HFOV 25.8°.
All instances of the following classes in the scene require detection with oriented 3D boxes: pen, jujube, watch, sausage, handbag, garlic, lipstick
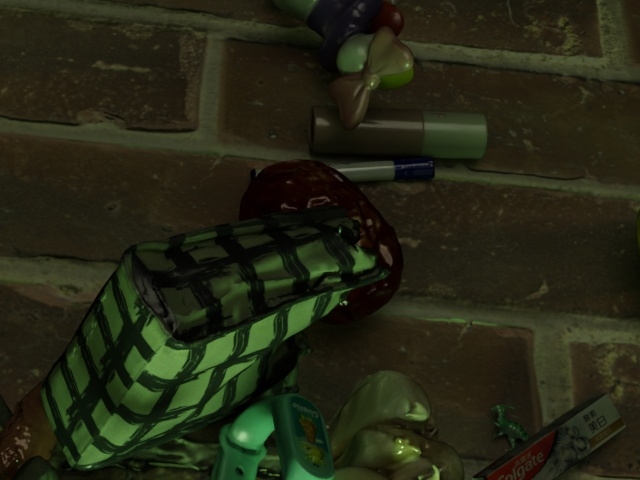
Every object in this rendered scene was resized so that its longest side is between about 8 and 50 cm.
[{"bbox_3d":[0.033,-0.097,2.007,0.269,0.033,0.033,-4,54,-12],"label":"pen"},{"bbox_3d":[0.000,0.000,1.849,0.174,0.174,0.250,-28,51,-27],"label":"jujube"},{"bbox_3d":[-0.061,0.280,1.604,0.068,0.195,0.237,23,29,-26],"label":"watch"},{"bbox_3d":[-0.307,0.178,1.706,0.078,0.078,0.304,25,47,9],"label":"sausage"},{"bbox_3d":[-0.122,0.105,1.598,0.327,0.325,0.162,-13,65,-36],"label":"handbag"},{"bbox_3d":[0.089,0.295,1.617,0.185,0.203,0.281,38,46,-11],"label":"garlic"},{"bbox_3d":[0.112,-0.158,2.042,0.254,0.070,0.070,2,53,-8],"label":"lipstick"}]

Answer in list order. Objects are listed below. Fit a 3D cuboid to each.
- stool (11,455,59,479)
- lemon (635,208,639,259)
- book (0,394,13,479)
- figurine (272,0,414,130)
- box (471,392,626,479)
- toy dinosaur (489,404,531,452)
[{"bbox_3d":[-0.267,0.423,1.389,0.226,0.310,0.310,23,54,3],"label":"stool"},{"bbox_3d":[0.558,0.016,1.888,0.263,0.236,0.236,18,47,38],"label":"lemon"},{"bbox_3d":[-0.461,0.216,1.687,0.160,0.024,0.228,-23,59,-27],"label":"book"},{"bbox_3d":[0.028,-0.329,2.067,0.193,0.154,0.421,18,31,-46],"label":"figurine"},{"bbox_3d":[0.289,0.266,1.758,0.218,0.039,0.055,-27,89,-27],"label":"box"},{"bbox_3d":[0.253,0.241,1.793,0.083,0.021,0.062,9,56,-20],"label":"toy dinosaur"}]
